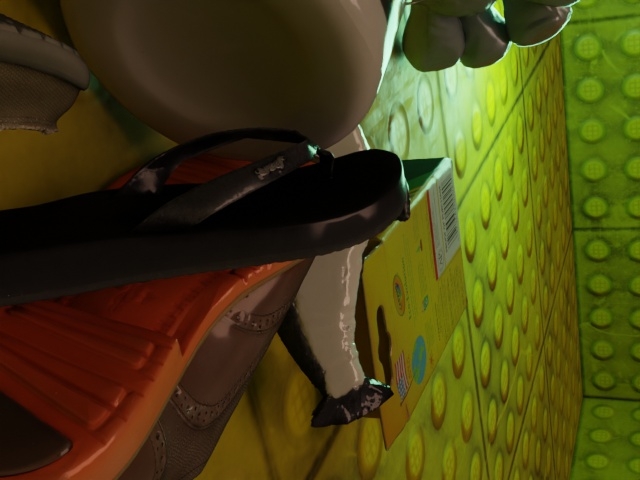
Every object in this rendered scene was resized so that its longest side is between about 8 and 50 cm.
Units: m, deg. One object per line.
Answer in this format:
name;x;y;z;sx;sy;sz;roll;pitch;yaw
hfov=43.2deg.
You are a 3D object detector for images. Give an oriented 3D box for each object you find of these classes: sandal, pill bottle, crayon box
sandal;-0.062;-0.021;0.406;0.254;0.097;0.055;-13;112;-27
pill bottle;-0.018;-0.230;0.532;0.188;0.187;0.334;62;37;-46
crayon box;0.077;0.050;0.873;0.318;0.081;0.202;-44;129;-59

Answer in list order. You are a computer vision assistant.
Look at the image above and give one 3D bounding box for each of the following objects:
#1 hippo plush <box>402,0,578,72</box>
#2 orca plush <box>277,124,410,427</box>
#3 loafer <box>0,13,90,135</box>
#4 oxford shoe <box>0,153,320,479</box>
hippo plush;0.162;-0.361;0.987;0.294;0.234;0.237;-2;70;-25
orca plush;0.000;0.000;0.675;0.102;0.151;0.287;-169;-123;-78
loafer;-0.194;-0.054;0.284;0.251;0.094;0.088;-10;123;-56
oxford shoe;-0.090;0.051;0.488;0.364;0.129;0.133;-48;151;-49
